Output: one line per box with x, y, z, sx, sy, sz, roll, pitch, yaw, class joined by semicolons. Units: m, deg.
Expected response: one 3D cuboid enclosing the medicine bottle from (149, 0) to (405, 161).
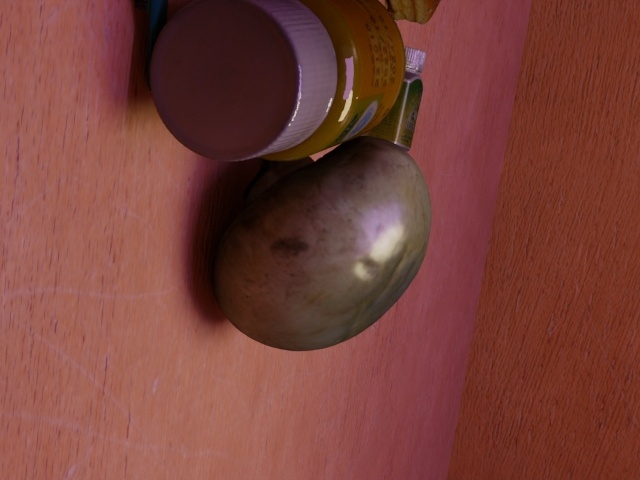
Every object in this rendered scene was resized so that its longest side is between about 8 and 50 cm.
-0.044;-0.213;1.450;0.384;0.224;0.224;-30;130;-68;medicine bottle

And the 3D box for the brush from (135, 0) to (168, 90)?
-0.191;-0.251;1.306;0.043;0.032;0.193;-64;170;-46;brush

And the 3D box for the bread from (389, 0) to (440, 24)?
0.197;-0.543;2.163;0.184;0.110;0.234;71;35;-60;bread

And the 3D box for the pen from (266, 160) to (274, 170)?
-0.067;-0.110;1.776;0.040;0.032;0.233;-88;180;-61;pen

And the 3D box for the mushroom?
0.000;0.000;1.665;0.352;0.260;0.352;-40;163;-15;mushroom

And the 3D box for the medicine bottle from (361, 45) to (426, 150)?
0.139;-0.271;2.206;0.132;0.088;0.188;1;101;-72;medicine bottle
